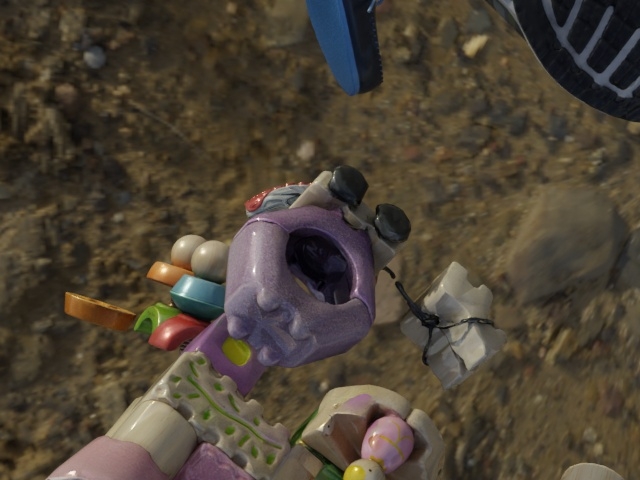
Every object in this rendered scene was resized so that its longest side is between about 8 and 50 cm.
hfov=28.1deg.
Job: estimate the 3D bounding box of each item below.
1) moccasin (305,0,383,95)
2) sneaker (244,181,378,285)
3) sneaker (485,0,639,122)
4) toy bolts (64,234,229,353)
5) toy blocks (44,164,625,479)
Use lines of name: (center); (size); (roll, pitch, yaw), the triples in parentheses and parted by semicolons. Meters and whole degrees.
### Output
moccasin: (0.041, -0.356, 1.599); (0.116, 0.137, 0.342); (-17, 104, -17)
sneaker: (0.000, 0.000, 1.549); (0.088, 0.225, 0.093); (-25, 52, 37)
sneaker: (0.166, -0.206, 0.955); (0.300, 0.121, 0.111); (43, 109, -1)
toy bolts: (-0.212, 0.060, 1.746); (0.228, 0.218, 0.159); (13, 84, 56)
toy blocks: (-0.023, 0.191, 0.679); (0.288, 0.260, 0.309); (41, 132, -2)
